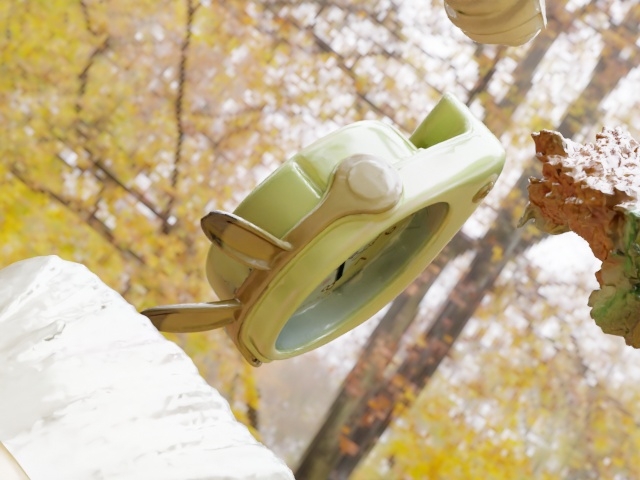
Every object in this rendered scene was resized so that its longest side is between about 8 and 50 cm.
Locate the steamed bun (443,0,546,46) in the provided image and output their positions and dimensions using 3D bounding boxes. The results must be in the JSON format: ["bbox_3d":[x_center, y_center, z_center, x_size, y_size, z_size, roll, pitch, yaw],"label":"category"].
[{"bbox_3d":[0.170,-0.286,1.522,0.106,0.183,0.183,-10,-41,11],"label":"steamed bun"}]

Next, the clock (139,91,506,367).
[{"bbox_3d":[0.000,0.000,0.871,0.069,0.232,0.170,51,-53,15],"label":"clock"}]

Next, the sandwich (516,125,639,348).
[{"bbox_3d":[0.249,-0.014,1.107,0.160,0.184,0.109,43,-46,39],"label":"sandwich"}]

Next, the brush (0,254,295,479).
[{"bbox_3d":[-0.147,0.073,0.460,0.267,0.166,0.174,45,-57,11],"label":"brush"}]
